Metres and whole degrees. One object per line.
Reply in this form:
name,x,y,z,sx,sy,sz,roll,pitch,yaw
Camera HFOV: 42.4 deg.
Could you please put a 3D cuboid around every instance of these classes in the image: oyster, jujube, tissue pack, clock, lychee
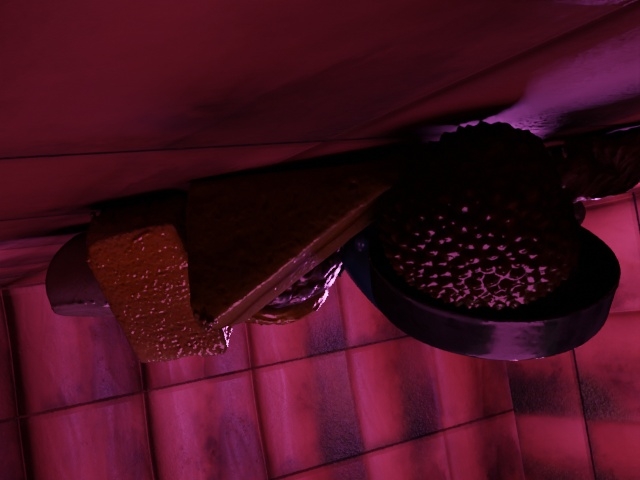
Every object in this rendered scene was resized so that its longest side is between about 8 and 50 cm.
oyster,0.516,-0.138,1.404,0.341,0.110,0.166,-12,-179,12
jujube,-0.107,0.026,1.573,0.317,0.226,0.226,-2,174,-35
tissue pack,0.187,0.003,1.561,0.287,0.198,0.206,-37,162,-1
clock,0.264,0.050,1.292,0.386,0.076,0.386,0,-151,0
lychee,0.208,-0.026,1.105,0.267,0.267,0.267,-9,177,0

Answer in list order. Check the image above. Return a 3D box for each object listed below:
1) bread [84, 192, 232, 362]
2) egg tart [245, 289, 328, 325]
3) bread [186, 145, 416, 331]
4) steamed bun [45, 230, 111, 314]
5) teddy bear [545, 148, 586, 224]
bread,-0.264,0.070,1.380,0.184,0.275,0.114,-10,-150,15
egg tart,-0.139,0.076,1.765,0.319,0.319,0.128,-7,142,-36
bread,0.000,0.000,1.279,0.361,0.245,0.233,-6,177,14
steamed bun,-0.407,0.061,1.667,0.283,0.177,0.283,-2,171,0
teddy bear,0.446,-0.109,1.572,0.140,0.177,0.190,36,170,-5
